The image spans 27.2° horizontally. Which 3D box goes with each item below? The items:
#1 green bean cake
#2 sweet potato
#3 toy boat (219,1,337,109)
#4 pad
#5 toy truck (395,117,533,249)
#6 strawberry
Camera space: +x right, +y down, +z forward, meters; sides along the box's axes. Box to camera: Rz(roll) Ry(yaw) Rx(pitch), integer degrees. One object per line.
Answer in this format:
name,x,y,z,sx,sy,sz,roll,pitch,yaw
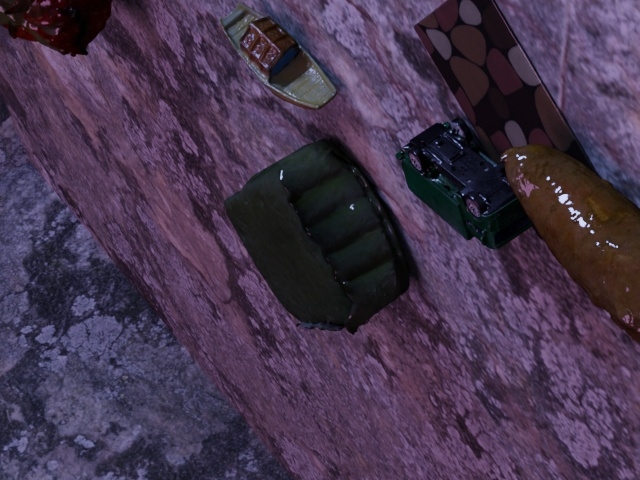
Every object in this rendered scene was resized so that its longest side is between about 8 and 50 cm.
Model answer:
green bean cake,0.000,0.000,1.608,0.222,0.125,0.227,62,161,-5
sweet potato,0.261,0.033,0.992,0.341,0.092,0.114,36,140,46
toy boat,-0.047,-0.202,1.477,0.172,0.065,0.066,46,169,21
pad,0.168,-0.107,1.157,0.235,0.003,0.158,59,163,-3
toy truck,0.136,-0.052,1.222,0.147,0.065,0.079,44,163,45
strawberry,-0.398,-0.408,1.892,0.261,0.257,0.261,25,164,8
